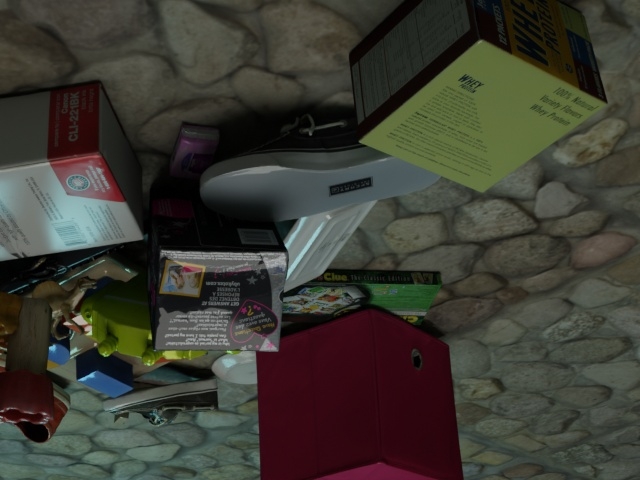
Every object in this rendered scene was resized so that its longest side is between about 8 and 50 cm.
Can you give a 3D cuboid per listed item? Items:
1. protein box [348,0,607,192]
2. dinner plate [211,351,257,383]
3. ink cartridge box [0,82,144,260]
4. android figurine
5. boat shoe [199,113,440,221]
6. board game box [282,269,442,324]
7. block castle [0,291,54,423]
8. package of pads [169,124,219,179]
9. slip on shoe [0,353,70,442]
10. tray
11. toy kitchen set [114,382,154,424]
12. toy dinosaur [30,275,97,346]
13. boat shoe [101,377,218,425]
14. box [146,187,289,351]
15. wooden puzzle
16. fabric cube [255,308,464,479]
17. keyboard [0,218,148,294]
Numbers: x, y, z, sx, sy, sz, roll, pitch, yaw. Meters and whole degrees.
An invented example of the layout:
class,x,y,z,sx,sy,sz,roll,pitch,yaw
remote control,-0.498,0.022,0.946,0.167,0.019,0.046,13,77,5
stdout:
class,x,y,z,sx,sy,sz,roll,pitch,yaw
protein box,0.174,-0.186,1.251,0.199,0.136,0.201,19,141,-33
dinner plate,-0.127,0.234,1.986,0.141,0.017,0.141,-5,149,-3
ink cartridge box,-0.376,-0.074,1.358,0.272,0.114,0.197,-9,149,3
android figurine,-0.207,0.102,1.510,0.248,0.273,0.056,9,110,14
boat shoe,-0.003,-0.107,1.380,0.306,0.105,0.113,-12,144,-2
board game box,0.055,0.093,1.779,0.259,0.030,0.136,2,145,-12
block castle,-0.587,0.191,1.450,0.453,0.213,0.303,-17,152,41
package of pads,-0.162,-0.113,1.409,0.050,0.032,0.083,6,146,-17
slip on shoe,-0.544,0.257,1.856,0.123,0.101,0.331,-1,152,25
tray,0.000,0.000,1.556,0.145,0.030,0.270,-25,162,-36
toy kitchen set,-0.337,0.309,2.013,0.083,0.075,0.068,16,143,-25
toy dinosaur,-0.404,0.108,1.622,0.183,0.093,0.053,-20,-173,3
boat shoe,-0.277,0.291,1.940,0.219,0.070,0.077,-5,175,-32
box,-0.140,0.035,1.420,0.163,0.247,0.142,2,109,-12
wooden puzzle,-0.349,0.160,1.769,0.347,0.081,0.322,-22,145,25
fabric cube,0.065,0.298,1.861,0.259,0.258,0.254,-22,147,32
keyboard,-0.392,0.047,1.529,0.317,0.033,0.201,-23,-179,25
